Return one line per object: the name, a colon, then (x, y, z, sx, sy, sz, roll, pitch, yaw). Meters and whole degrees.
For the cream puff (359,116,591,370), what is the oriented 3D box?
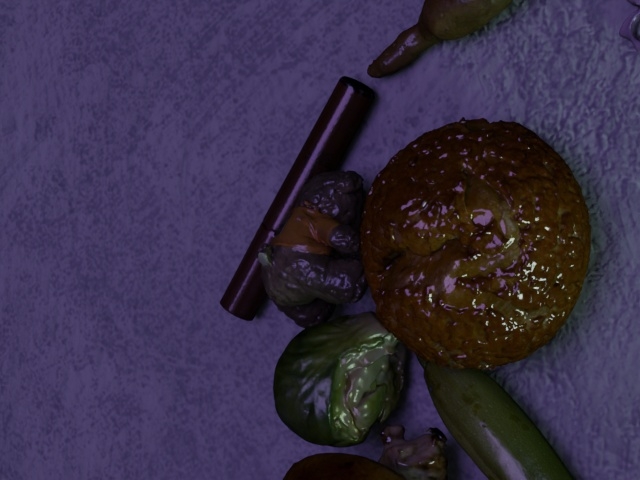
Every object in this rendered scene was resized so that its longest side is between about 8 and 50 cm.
cream puff: (0.171, 0.004, 1.773, 0.303, 0.212, 0.303, -2, 87, 32)

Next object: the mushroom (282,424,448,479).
mushroom: (0.079, 0.408, 1.820, 0.345, 0.259, 0.345, 16, 121, 28)

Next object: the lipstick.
lipstick: (-0.032, -0.055, 2.021, 0.057, 0.057, 0.356, 38, 107, 33)

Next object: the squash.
squash: (0.206, 0.229, 1.795, 0.094, 0.094, 0.341, -49, 59, 21)

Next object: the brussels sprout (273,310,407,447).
brussels sprout: (0.019, 0.170, 1.904, 0.145, 0.131, 0.183, 11, 67, 47)

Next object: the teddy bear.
teddy bear: (0.000, 0.000, 1.934, 0.190, 0.140, 0.177, -67, 11, -24)

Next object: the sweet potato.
sweet potato: (0.158, -0.283, 1.904, 0.269, 0.075, 0.074, -29, 68, 40)

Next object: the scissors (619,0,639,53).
scissors: (0.440, -0.278, 1.727, 0.212, 0.021, 0.110, -4, 79, 36)
